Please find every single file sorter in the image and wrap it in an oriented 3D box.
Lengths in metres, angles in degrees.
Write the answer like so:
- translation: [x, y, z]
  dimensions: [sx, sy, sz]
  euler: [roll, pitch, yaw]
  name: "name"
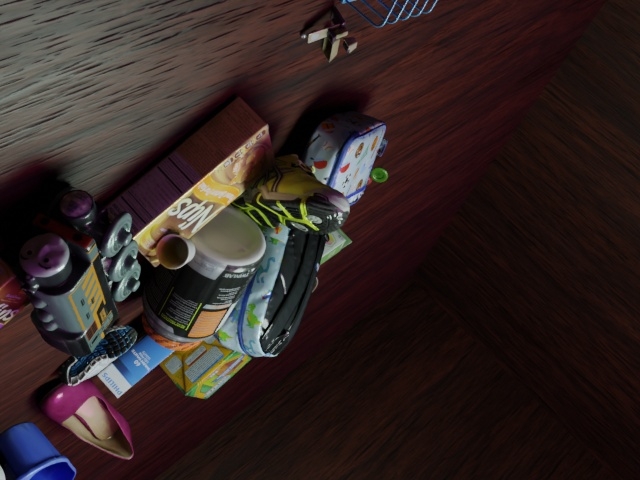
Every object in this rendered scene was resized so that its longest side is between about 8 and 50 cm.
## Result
- translation: [0.141, -0.468, 1.350]
  dimensions: [0.170, 0.104, 0.118]
  euler: [-31, 160, -43]
  name: "file sorter"

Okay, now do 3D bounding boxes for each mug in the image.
- translation: [-0.265, 0.017, 1.353]
  dimensions: [0.064, 0.078, 0.062]
  euler: [-13, 115, -80]
  name: "mug"

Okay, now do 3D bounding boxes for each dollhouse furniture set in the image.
- translation: [0.006, -0.352, 1.377]
  dimensions: [0.081, 0.091, 0.114]
  euler: [-24, 162, -15]
  name: "dollhouse furniture set"

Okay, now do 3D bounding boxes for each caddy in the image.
- translation: [-0.714, 0.585, 1.761]
  dimensions: [0.241, 0.179, 0.341]
  euler: [-39, 164, -24]
  name: "caddy"

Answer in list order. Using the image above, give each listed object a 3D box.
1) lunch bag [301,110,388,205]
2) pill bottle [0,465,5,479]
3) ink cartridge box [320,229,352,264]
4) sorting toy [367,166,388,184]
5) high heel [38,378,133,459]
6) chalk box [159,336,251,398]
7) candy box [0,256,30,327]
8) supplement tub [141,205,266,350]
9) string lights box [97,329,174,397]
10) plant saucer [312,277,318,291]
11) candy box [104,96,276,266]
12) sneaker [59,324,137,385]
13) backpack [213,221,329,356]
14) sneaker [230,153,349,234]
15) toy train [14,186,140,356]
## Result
- translation: [0.047, -0.170, 1.726]
  dimensions: [0.303, 0.115, 0.243]
  euler: [-31, 143, -63]
  name: "lunch bag"
- translation: [-0.758, 0.502, 1.475]
  dimensions: [0.153, 0.153, 0.265]
  euler: [-45, 164, 1]
  name: "pill bottle"
- translation: [0.000, 0.000, 2.206]
  dimensions: [0.209, 0.109, 0.062]
  euler: [-34, 162, -34]
  name: "ink cartridge box"
- translation: [0.150, -0.199, 2.173]
  dimensions: [0.102, 0.061, 0.042]
  euler: [-14, -146, 28]
  name: "sorting toy"
- translation: [-0.547, 0.439, 1.801]
  dimensions: [0.127, 0.181, 0.377]
  euler: [-42, 165, -9]
  name: "high heel"
- translation: [-0.324, 0.317, 2.065]
  dimensions: [0.180, 0.179, 0.289]
  euler: [-43, 165, -5]
  name: "chalk box"
- translation: [-0.551, 0.115, 1.187]
  dimensions: [0.187, 0.053, 0.109]
  euler: [-44, 165, -10]
  name: "candy box"
- translation: [-0.261, 0.085, 1.591]
  dimensions: [0.194, 0.193, 0.316]
  euler: [-26, 156, -51]
  name: "supplement tub"
- translation: [-0.411, 0.258, 1.794]
  dimensions: [0.260, 0.076, 0.133]
  euler: [-40, -170, -16]
  name: "string lights box"
- translation: [-0.160, 0.147, 2.122]
  dimensions: [0.311, 0.050, 0.310]
  euler: [-17, 157, -7]
  name: "plant saucer"
- translation: [-0.231, -0.103, 1.372]
  dimensions: [0.316, 0.087, 0.183]
  euler: [-43, 166, -10]
  name: "candy box"
- translation: [-0.500, 0.259, 1.691]
  dimensions: [0.191, 0.071, 0.083]
  euler: [-34, 170, -8]
  name: "sneaker"
- translation: [-0.133, 0.108, 1.811]
  dimensions: [0.290, 0.274, 0.355]
  euler: [60, 32, -69]
  name: "backpack"
- translation: [-0.063, -0.107, 1.490]
  dimensions: [0.385, 0.145, 0.147]
  euler: [13, -108, 57]
  name: "sneaker"
- translation: [-0.391, 0.057, 1.201]
  dimensions: [0.334, 0.142, 0.190]
  euler: [106, 10, -61]
  name: "toy train"
